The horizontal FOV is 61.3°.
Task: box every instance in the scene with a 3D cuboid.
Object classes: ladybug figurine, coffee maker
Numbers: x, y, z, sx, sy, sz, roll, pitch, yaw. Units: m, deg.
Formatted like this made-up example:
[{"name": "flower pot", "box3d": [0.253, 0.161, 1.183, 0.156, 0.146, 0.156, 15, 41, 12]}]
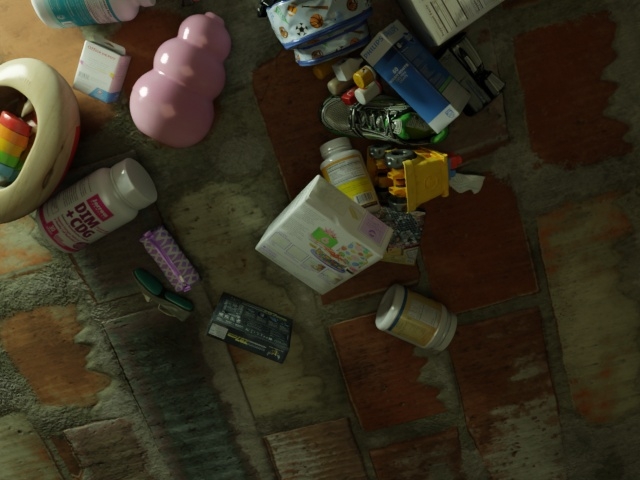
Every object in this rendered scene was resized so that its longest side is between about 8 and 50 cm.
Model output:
[{"name": "ladybug figurine", "box3d": [-0.766, -0.241, 1.384, 0.305, 0.162, 0.449, 36, 101, 8]}, {"name": "coffee maker", "box3d": [0.351, -0.406, 1.374, 0.171, 0.120, 0.178, -32, 106, 38]}]

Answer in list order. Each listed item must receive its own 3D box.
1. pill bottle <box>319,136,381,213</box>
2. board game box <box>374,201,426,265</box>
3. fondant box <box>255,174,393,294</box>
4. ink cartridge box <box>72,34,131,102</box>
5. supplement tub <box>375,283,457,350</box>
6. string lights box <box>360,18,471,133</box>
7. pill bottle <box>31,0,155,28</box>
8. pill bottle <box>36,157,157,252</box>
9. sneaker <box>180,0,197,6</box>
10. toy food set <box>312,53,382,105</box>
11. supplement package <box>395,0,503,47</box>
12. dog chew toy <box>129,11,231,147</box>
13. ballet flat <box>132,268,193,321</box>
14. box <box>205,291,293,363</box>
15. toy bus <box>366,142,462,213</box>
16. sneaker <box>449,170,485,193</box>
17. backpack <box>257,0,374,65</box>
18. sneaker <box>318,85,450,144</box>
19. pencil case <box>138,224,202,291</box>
[{"name": "pill bottle", "box3d": [0.072, -0.158, 1.426, 0.117, 0.117, 0.215, -20, 85, 7]}, {"name": "board game box", "box3d": [0.162, -0.026, 1.529, 0.243, 0.042, 0.165, 9, 109, -2]}, {"name": "fondant box", "box3d": [0.000, 0.000, 1.415, 0.238, 0.096, 0.330, 35, 148, -11]}, {"name": "ink cartridge box", "box3d": [-0.551, -0.437, 1.373, 0.092, 0.090, 0.143, 24, 106, -7]}, {"name": "supplement tub", "box3d": [0.276, 0.226, 1.560, 0.200, 0.144, 0.144, 25, 107, -8]}, {"name": "string lights box", "box3d": [0.229, -0.390, 1.275, 0.260, 0.133, 0.077, 44, 132, -5]}, {"name": "pill bottle", "box3d": [-0.538, -0.596, 1.291, 0.264, 0.146, 0.146, -6, 109, 2]}, {"name": "pill bottle", "box3d": [-0.596, -0.096, 1.452, 0.283, 0.160, 0.160, -28, 106, 9]}, {"name": "sneaker", "box3d": [-0.361, -0.647, 1.318, 0.065, 0.061, 0.158, -26, 106, 16]}, {"name": "toy food set", "box3d": [0.088, -0.403, 1.309, 0.104, 0.232, 0.111, -40, 121, -12]}, {"name": "supplement package", "box3d": [0.316, -0.608, 1.248, 0.263, 0.199, 0.198, -33, 105, 11]}, {"name": "dog chew toy", "box3d": [-0.329, -0.400, 1.335, 0.207, 0.206, 0.332, 28, 98, -8]}, {"name": "ballet flat", "box3d": [-0.475, 0.168, 1.588, 0.213, 0.072, 0.068, 37, 110, -11]}, {"name": "box", "box3d": [-0.198, 0.248, 1.552, 0.233, 0.183, 0.059, 23, 108, -8]}, {"name": "toy bus", "box3d": [0.247, -0.187, 1.406, 0.211, 0.220, 0.149, -19, 118, -15]}, {"name": "sneaker", "box3d": [0.372, -0.161, 1.476, 0.152, 0.053, 0.061, 8, 111, -3]}, {"name": "backpack", "box3d": [0.000, -0.523, 1.248, 0.276, 0.263, 0.213, -26, 107, 8]}, {"name": "sneaker", "box3d": [0.165, -0.316, 1.376, 0.344, 0.146, 0.134, 5, 108, 2]}, {"name": "pencil case", "box3d": [-0.430, 0.054, 1.540, 0.086, 0.088, 0.206, -31, 105, 8]}]
